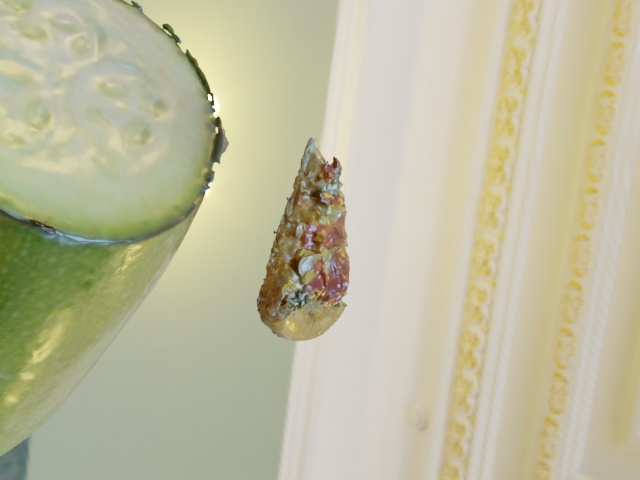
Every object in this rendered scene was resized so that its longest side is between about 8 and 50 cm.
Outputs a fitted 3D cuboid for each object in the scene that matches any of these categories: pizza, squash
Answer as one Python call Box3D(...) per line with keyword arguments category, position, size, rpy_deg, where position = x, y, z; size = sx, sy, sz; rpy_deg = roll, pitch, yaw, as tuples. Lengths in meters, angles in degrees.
Box3D(category="pizza", position=(0.000, 0.000, 0.994), size=(0.062, 0.188, 0.198), rpy_deg=(5, -87, 16))
Box3D(category="squash", position=(-0.188, -0.003, 0.568), size=(0.260, 0.189, 0.189), rpy_deg=(-46, -123, 43))
